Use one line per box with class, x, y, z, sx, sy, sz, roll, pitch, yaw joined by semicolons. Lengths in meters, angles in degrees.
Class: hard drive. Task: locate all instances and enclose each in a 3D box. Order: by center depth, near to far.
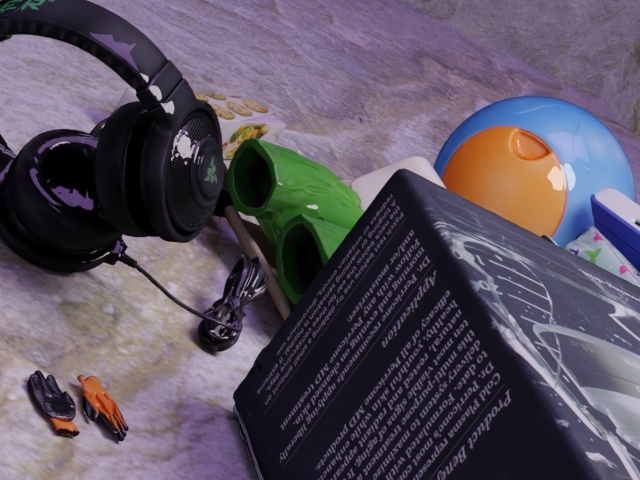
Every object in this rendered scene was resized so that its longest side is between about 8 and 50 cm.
hard drive;0.430;0.113;1.990;0.040;0.319;0.210;-22;31;-14

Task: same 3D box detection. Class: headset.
headset;-0.180;-0.063;1.451;0.394;0.243;0.185;58;38;-22

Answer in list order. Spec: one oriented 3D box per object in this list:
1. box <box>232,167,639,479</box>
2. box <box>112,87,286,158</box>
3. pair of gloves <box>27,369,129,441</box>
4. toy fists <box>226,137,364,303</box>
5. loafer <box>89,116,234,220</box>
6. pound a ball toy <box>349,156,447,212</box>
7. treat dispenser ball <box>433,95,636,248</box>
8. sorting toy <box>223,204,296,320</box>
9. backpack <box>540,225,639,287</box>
box;0.234;0.245;1.289;0.480;0.297;0.472;25;22;-28
box;-0.151;-0.144;1.969;0.067;0.063;0.324;40;18;20
pair of gloves;-0.196;0.134;1.257;0.083;0.010;0.074;12;30;-45
toy fists;0.000;0.000;1.685;0.142;0.096;0.279;17;27;-36
loafer;-0.169;-0.079;1.732;0.220;0.080;0.078;16;22;-46
pound a ball toy;0.151;0.029;1.738;0.208;0.135;0.319;83;-17;-48
treat dispenser ball;0.294;-0.058;2.170;0.288;0.288;0.288;31;18;-11
sorting toy;0.017;0.091;1.715;0.229;0.041;0.307;27;19;-36
backpack;0.327;0.123;1.883;0.225;0.191;0.253;57;-4;36
